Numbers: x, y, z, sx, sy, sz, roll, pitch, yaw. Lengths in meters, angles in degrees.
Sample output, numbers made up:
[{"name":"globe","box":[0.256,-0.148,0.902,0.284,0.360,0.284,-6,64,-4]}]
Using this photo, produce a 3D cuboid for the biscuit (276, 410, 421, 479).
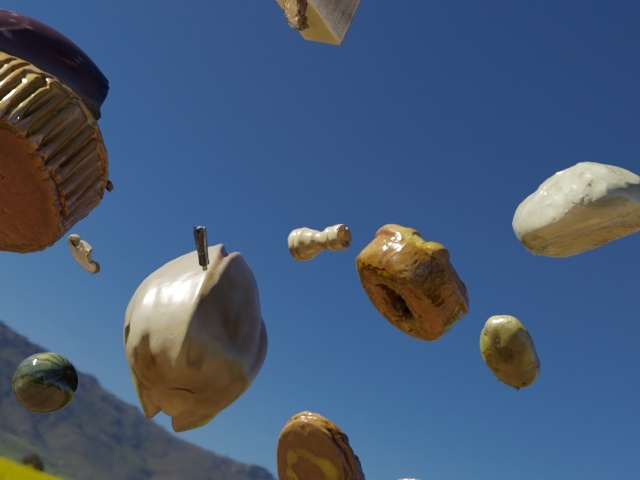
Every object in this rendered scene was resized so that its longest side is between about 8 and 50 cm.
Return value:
[{"name":"biscuit","box":[0.062,0.371,1.163,0.276,0.052,0.262,8,-61,29]}]

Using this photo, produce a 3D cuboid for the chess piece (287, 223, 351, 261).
[{"name":"chess piece","box":[0.000,0.000,1.665,0.122,0.066,0.066,-13,-38,39]}]

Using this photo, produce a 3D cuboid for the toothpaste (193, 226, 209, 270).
[{"name":"toothpaste","box":[-0.204,0.014,1.456,0.027,0.019,0.083,6,-63,23]}]

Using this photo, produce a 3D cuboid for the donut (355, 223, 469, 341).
[{"name":"donut","box":[0.164,0.077,1.520,0.226,0.114,0.227,41,-21,19]}]

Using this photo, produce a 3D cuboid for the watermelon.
[{"name":"watermelon","box":[-0.481,0.247,1.457,0.133,0.105,0.105,-21,-42,31]}]

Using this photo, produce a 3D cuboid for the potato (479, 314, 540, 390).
[{"name":"potato","box":[0.291,0.174,1.299,0.091,0.070,0.138,22,-28,48]}]

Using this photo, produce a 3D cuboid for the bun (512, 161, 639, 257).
[{"name":"bun","box":[0.344,-0.047,1.121,0.183,0.102,0.183,-10,-18,-3]}]

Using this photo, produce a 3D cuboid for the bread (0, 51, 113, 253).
[{"name":"bread","box":[-0.299,-0.078,0.774,0.199,0.104,0.199,15,-49,18]}]

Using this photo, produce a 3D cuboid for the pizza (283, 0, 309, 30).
[{"name":"pizza","box":[-0.029,-0.339,1.206,0.025,0.083,0.078,-3,-55,-19]}]

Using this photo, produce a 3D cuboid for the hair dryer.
[{"name":"hair dryer","box":[-0.451,-0.241,1.076,0.312,0.123,0.340,25,-3,-32]}]

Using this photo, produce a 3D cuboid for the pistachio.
[{"name":"pistachio","box":[-0.240,0.185,1.644,0.281,0.366,0.445,21,3,-1]}]

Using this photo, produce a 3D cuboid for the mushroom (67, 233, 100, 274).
[{"name":"mushroom","box":[-0.429,0.025,1.539,0.101,0.019,0.049,46,-46,27]}]

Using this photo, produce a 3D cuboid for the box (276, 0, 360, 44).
[{"name":"box","box":[0.013,-0.524,1.675,0.095,0.212,0.168,18,-12,27]}]
